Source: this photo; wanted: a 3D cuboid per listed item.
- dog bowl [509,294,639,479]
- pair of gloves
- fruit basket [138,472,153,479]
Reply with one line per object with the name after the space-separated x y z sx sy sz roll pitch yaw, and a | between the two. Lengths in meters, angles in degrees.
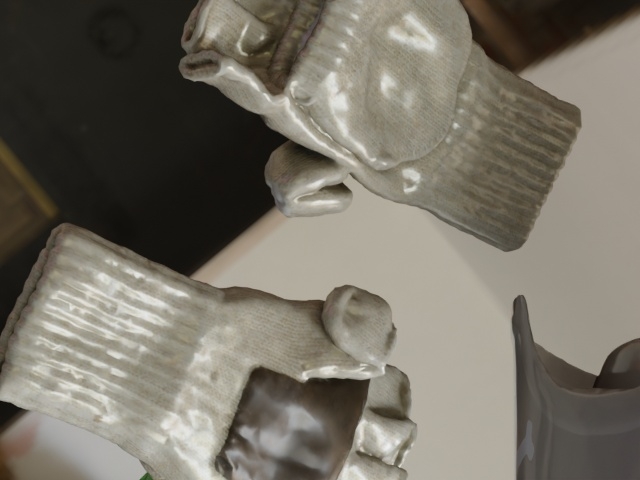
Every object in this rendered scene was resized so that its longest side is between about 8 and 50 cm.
0.249 0.113 0.851 0.349 0.102 0.349 12 -13 3 | dog bowl
0.000 0.000 0.752 0.204 0.240 0.042 35 -8 -36 | pair of gloves
0.031 0.297 1.332 0.392 0.283 0.392 165 -90 -83 | fruit basket
